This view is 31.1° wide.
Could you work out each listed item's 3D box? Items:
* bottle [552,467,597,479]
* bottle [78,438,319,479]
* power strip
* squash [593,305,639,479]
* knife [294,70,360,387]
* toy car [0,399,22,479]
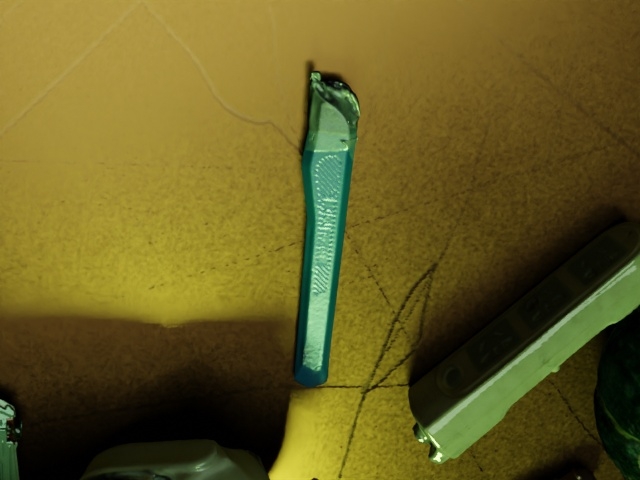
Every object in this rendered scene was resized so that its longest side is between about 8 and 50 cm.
[{"bbox_3d":[0.229,0.260,1.124,0.101,0.063,0.047,-34,88,3],"label":"bottle"},{"bbox_3d":[-0.158,0.292,0.968,0.352,0.229,0.229,-31,119,-18],"label":"bottle"},{"bbox_3d":[0.192,0.084,1.016,0.286,0.080,0.048,-39,114,8],"label":"power strip"},{"bbox_3d":[0.369,0.133,1.024,0.252,0.165,0.252,-6,117,-11],"label":"squash"},{"bbox_3d":[0.000,-0.001,0.970,0.044,0.026,0.296,2,117,-9],"label":"knife"},{"bbox_3d":[-0.289,0.189,0.997,0.059,0.035,0.121,0,106,-11],"label":"toy car"}]
